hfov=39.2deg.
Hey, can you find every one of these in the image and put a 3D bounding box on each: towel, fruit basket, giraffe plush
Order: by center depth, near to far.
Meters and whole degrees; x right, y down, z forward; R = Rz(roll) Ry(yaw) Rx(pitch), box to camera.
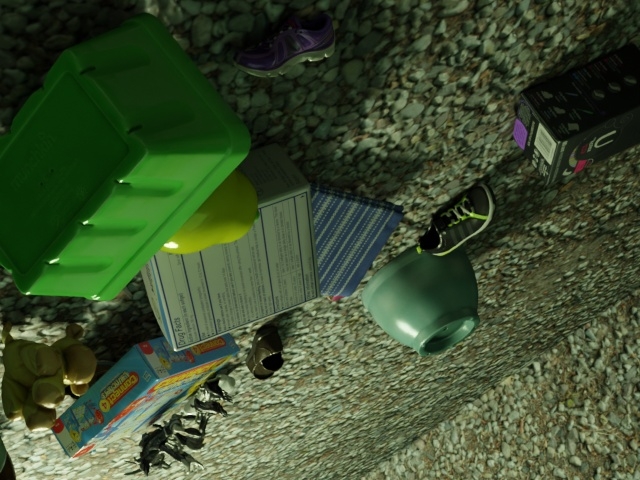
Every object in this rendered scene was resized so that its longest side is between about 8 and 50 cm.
[{"bbox_3d":[-0.251,-0.095,1.254,0.392,0.283,0.392,-38,172,-7],"label":"fruit basket"},{"bbox_3d":[-0.495,0.240,1.673,0.170,0.210,0.181,-3,119,-49],"label":"giraffe plush"},{"bbox_3d":[0.000,0.000,1.793,0.336,0.040,0.243,11,117,-44],"label":"towel"}]

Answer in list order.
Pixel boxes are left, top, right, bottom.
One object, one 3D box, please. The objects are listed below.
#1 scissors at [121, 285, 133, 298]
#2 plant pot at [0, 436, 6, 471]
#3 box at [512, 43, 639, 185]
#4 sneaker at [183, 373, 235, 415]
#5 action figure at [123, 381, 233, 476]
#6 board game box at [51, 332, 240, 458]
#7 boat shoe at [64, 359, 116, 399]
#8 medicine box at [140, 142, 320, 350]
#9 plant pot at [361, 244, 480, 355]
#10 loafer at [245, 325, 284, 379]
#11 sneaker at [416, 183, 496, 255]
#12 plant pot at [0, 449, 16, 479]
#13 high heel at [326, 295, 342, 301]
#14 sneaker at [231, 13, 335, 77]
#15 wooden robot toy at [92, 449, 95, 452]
[{"bbox_3d":[-0.397,0.046,1.608,0.109,0.021,0.297,-22,153,-18],"label":"scissors"},{"bbox_3d":[-0.729,0.348,1.580,0.290,0.290,0.195,-20,116,-17],"label":"plant pot"},{"bbox_3d":[0.551,-0.256,1.836,0.270,0.143,0.165,-25,153,-9],"label":"box"},{"bbox_3d":[-0.287,0.380,2.240,0.152,0.054,0.061,-38,142,5],"label":"sneaker"},{"bbox_3d":[-0.314,0.453,2.024,0.275,0.164,0.141,-43,107,11],"label":"action figure"},{"bbox_3d":[-0.368,0.313,1.920,0.302,0.086,0.308,-42,166,24],"label":"board game box"},{"bbox_3d":[-0.503,0.299,1.878,0.183,0.066,0.066,-5,145,-37],"label":"boat shoe"},{"bbox_3d":[-0.163,0.011,1.549,0.289,0.149,0.264,-19,133,-16],"label":"medicine box"},{"bbox_3d":[0.273,0.161,2.225,0.293,0.196,0.293,-21,151,-12],"label":"plant pot"},{"bbox_3d":[-0.133,0.294,2.198,0.080,0.078,0.220,-19,151,-17],"label":"loafer"},{"bbox_3d":[0.305,-0.036,2.042,0.097,0.084,0.235,-2,142,-39],"label":"sneaker"},{"bbox_3d":[-0.770,0.517,1.914,0.165,0.167,0.167,-25,153,9],"label":"plant pot"},{"bbox_3d":[-0.002,0.094,1.983,0.117,0.082,0.244,-53,159,20],"label":"high heel"},{"bbox_3d":[-0.056,-0.294,1.321,0.170,0.068,0.071,-26,138,-24],"label":"sneaker"},{"bbox_3d":[-0.543,0.424,2.082,0.079,0.076,0.173,-56,165,-29],"label":"wooden robot toy"}]
